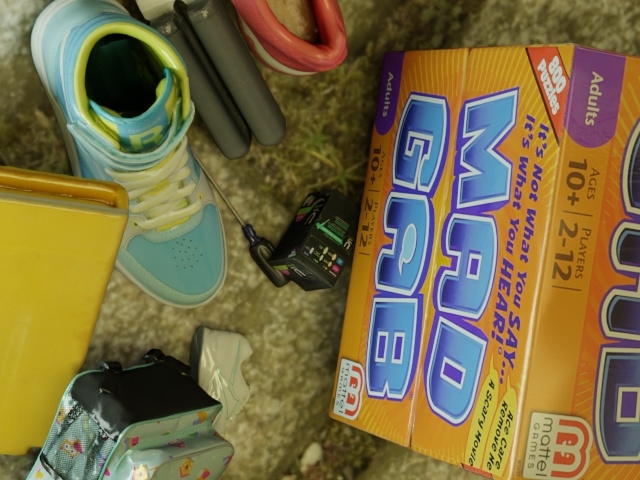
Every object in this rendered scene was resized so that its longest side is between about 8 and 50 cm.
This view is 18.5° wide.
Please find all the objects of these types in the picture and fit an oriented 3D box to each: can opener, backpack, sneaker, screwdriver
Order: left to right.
[{"bbox_3d":[-0.184,0.215,1.823,0.144,0.166,0.188,47,118,18],"label":"backpack"},{"bbox_3d":[-0.157,-0.064,1.758,0.127,0.208,0.319,-28,108,-11],"label":"sneaker"},{"bbox_3d":[-0.115,-0.204,1.805,0.074,0.093,0.280,-20,117,18],"label":"can opener"},{"bbox_3d":[-0.099,0.160,1.906,0.061,0.054,0.152,6,100,-19],"label":"sneaker"},{"bbox_3d":[-0.078,-0.027,1.891,0.025,0.024,0.170,-39,104,-35],"label":"screwdriver"},{"bbox_3d":[-0.061,-0.283,1.774,0.116,0.136,0.314,-37,108,-5],"label":"sneaker"}]

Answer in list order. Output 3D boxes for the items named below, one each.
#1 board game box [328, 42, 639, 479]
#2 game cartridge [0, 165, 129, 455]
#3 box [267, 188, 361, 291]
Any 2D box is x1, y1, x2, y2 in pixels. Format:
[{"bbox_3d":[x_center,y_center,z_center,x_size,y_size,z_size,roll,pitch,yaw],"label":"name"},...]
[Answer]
[{"bbox_3d":[0.261,0.029,1.769,0.357,0.356,0.356,8,90,-24],"label":"board game box"},{"bbox_3d":[-0.343,0.061,1.745,0.285,0.052,0.323,8,132,-17],"label":"game cartridge"},{"bbox_3d":[0.000,0.000,1.880,0.052,0.062,0.083,37,72,-19],"label":"box"}]
